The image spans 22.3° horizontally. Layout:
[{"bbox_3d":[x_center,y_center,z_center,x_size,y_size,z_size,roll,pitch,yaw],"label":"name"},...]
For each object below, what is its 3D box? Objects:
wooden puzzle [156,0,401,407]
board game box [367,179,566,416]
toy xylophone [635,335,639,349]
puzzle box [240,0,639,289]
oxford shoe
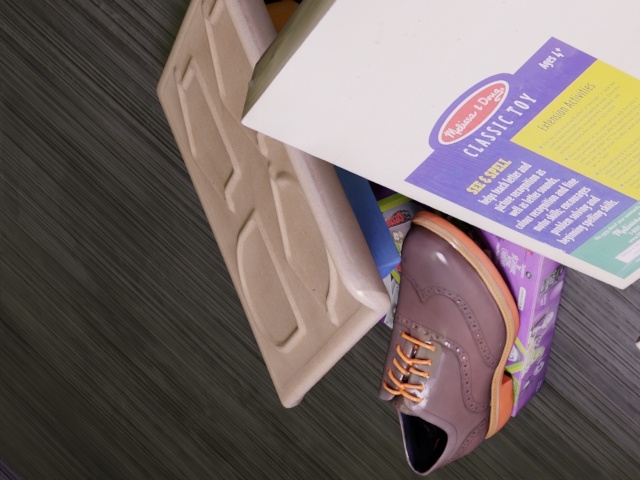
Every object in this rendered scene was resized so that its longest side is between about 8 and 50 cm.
[{"bbox_3d":[-0.031,-0.052,1.337,0.348,0.080,0.322,121,129,-69],"label":"wooden puzzle"},{"bbox_3d":[0.105,-0.014,1.319,0.208,0.056,0.347,39,153,25],"label":"board game box"},{"bbox_3d":[0.300,0.034,1.052,0.236,0.081,0.323,53,153,-3],"label":"toy xylophone"},{"bbox_3d":[0.164,-0.131,0.824,0.272,0.052,0.409,23,142,-18],"label":"puzzle box"},{"bbox_3d":[0.097,0.092,1.312,0.097,0.098,0.271,28,147,35],"label":"oxford shoe"}]
